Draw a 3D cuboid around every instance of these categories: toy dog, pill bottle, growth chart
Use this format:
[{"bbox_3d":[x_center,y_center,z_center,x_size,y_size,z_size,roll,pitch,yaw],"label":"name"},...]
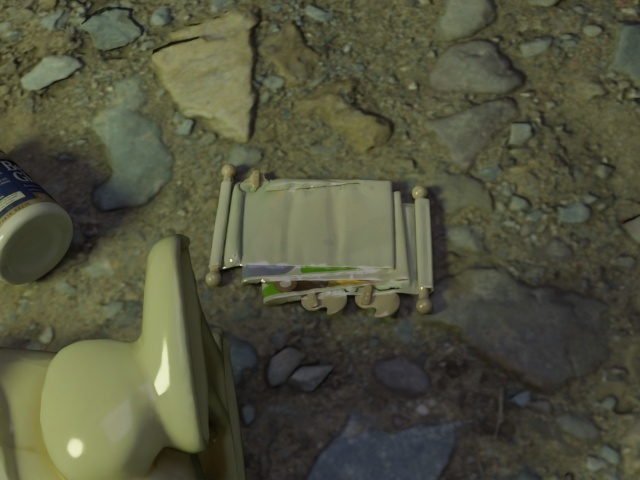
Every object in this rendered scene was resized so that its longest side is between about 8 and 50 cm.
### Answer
[{"bbox_3d":[-0.270,0.212,0.899,0.407,0.284,0.396,-8,73,2],"label":"toy dog"},{"bbox_3d":[-0.334,-0.040,1.153,0.094,0.094,0.169,-40,61,-20],"label":"pill bottle"},{"bbox_3d":[0.000,0.000,1.137,0.237,0.021,0.172,5,57,9],"label":"growth chart"}]
